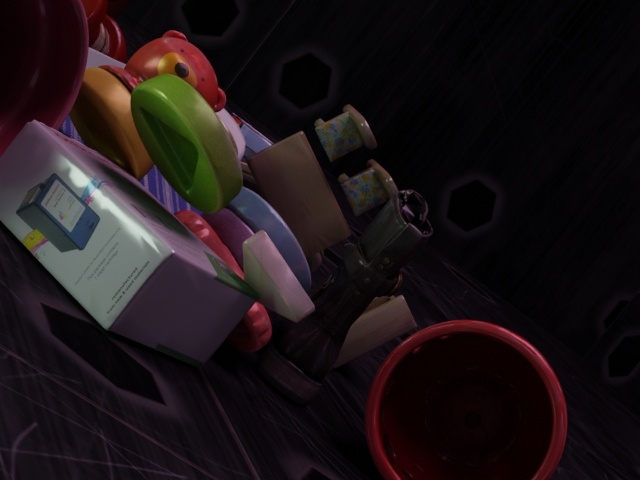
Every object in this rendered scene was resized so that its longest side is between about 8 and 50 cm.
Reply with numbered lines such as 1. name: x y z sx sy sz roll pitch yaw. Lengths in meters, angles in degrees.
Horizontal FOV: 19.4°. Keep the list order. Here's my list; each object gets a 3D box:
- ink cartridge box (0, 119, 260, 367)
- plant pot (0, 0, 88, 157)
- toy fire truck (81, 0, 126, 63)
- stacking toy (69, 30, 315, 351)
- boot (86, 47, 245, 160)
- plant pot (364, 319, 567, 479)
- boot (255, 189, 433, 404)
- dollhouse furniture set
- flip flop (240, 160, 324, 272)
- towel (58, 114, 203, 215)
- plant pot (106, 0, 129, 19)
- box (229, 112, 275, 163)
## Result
1. ink cartridge box: -0.179 0.002 1.651 0.212 0.093 0.154 44 7 31
2. plant pot: -0.340 -0.176 1.675 0.180 0.201 0.201 24 -2 30
3. toy fire truck: -0.355 -0.331 2.302 0.254 0.302 0.169 14 -18 10
4. stacking toy: -0.082 -0.058 1.741 0.309 0.130 0.279 60 -23 -12
5. boot: -0.213 -0.130 2.141 0.258 0.095 0.123 28 -33 1
6. plant pot: 0.146 0.172 1.828 0.191 0.191 0.174 39 4 9
7. boot: 0.032 0.045 1.897 0.091 0.229 0.263 37 7 -9
8. dollhouse furniture set: 0.000 0.000 2.168 0.242 0.212 0.161 64 -4 -18
9. flip flop: -0.089 -0.028 2.456 0.112 0.080 0.277 18 -24 39
10. towel: -0.226 -0.085 1.945 0.336 0.040 0.243 47 11 -24
11. plant pot: -0.378 -0.367 2.526 0.267 0.267 0.236 39 -6 10
12. box: -0.102 -0.088 2.530 0.159 0.044 0.233 36 -18 -12
